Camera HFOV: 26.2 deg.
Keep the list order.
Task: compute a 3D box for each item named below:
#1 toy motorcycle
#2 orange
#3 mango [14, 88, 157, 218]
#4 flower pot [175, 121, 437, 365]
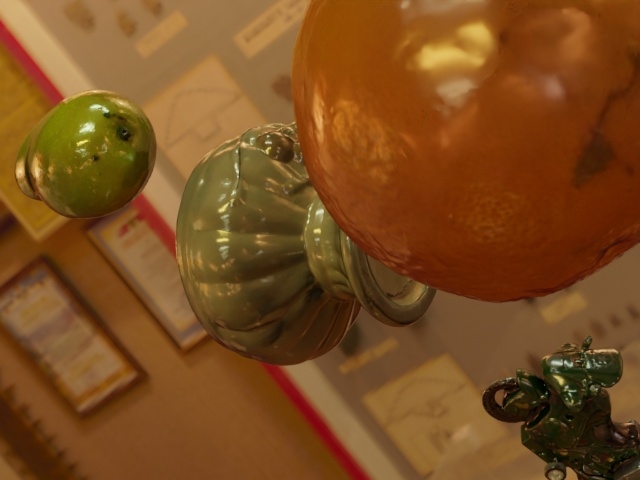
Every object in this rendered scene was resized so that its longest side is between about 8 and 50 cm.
[{"bbox_3d":[0.359,0.236,1.815,0.187,0.274,0.125,-39,24,29],"label":"toy motorcycle"},{"bbox_3d":[0.129,-0.106,0.999,0.312,0.312,0.312,-37,10,7],"label":"orange"},{"bbox_3d":[-0.311,-0.110,1.788,0.293,0.143,0.175,0,57,59],"label":"mango"},{"bbox_3d":[0.000,0.000,1.703,0.244,0.307,0.307,-4,29,33],"label":"flower pot"}]
